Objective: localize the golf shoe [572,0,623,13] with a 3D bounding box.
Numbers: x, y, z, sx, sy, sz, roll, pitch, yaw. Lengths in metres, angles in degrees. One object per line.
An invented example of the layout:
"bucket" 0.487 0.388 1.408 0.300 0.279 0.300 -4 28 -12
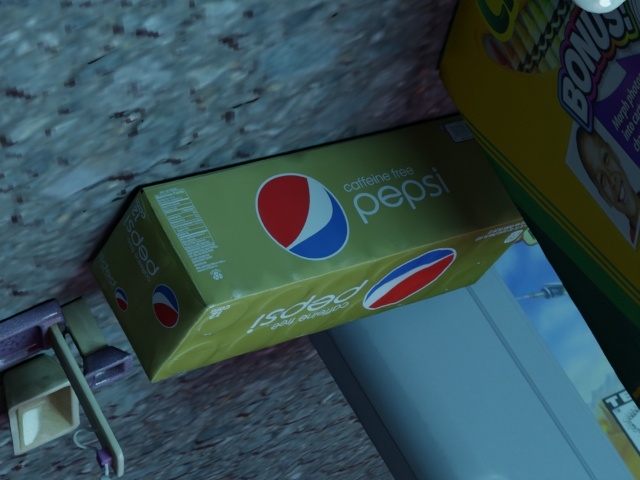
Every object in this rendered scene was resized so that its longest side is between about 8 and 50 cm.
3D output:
"golf shoe" 0.015 -0.134 0.415 0.105 0.120 0.273 -34 159 18

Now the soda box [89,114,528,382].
"soda box" 0.000 0.000 0.824 0.181 0.058 0.061 -14 156 -37

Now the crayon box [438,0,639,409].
"crayon box" 0.132 -0.071 0.669 0.081 0.165 0.278 -24 160 -16

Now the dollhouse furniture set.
"dollhouse furniture set" -0.090 0.078 0.853 0.091 0.081 0.114 -24 160 -16

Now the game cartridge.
"game cartridge" 0.154 0.040 0.934 0.297 0.198 0.062 -21 160 -27
